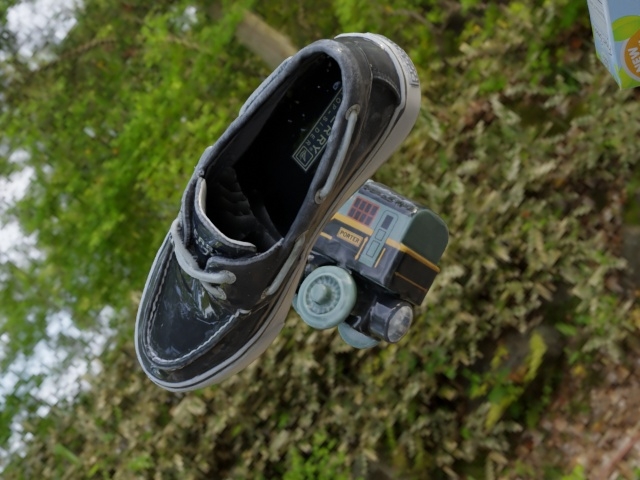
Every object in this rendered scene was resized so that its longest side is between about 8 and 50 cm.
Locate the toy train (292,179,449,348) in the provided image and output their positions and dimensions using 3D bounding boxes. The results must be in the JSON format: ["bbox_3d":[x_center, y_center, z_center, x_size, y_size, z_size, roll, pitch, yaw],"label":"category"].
[{"bbox_3d":[0.000,0.000,1.374,0.142,0.334,0.190,32,-93,-52],"label":"toy train"}]

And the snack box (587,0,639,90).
[{"bbox_3d":[0.239,-0.213,0.659,0.174,0.207,0.070,-14,27,6],"label":"snack box"}]

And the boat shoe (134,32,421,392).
[{"bbox_3d":[-0.051,-0.008,0.731,0.301,0.108,0.102,-50,-17,26],"label":"boat shoe"}]
